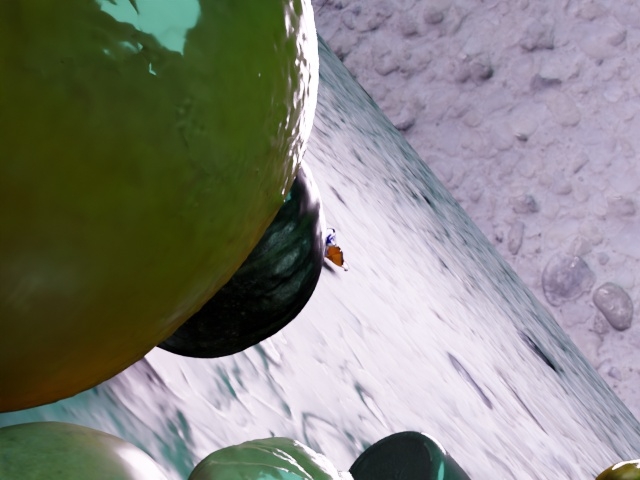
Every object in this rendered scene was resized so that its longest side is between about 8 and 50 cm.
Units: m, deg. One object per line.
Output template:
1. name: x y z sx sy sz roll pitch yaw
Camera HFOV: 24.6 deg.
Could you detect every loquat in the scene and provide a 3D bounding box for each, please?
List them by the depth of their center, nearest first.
1. loquat: -0.129 -0.067 0.573 0.275 0.275 0.275 45 10 -10

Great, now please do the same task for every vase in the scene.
1. vase: 0.104 0.222 0.999 0.214 0.086 0.086 47 9 -30

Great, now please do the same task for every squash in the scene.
1. squash: -0.088 -0.019 0.871 0.193 0.155 0.193 43 -38 45

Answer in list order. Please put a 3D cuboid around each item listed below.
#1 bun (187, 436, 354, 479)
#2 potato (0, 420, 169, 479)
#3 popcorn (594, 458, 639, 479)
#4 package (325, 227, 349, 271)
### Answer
1. bun: 0.008 0.173 0.681 0.164 0.111 0.188 33 21 -45
2. potato: -0.101 0.115 0.486 0.112 0.112 0.147 46 17 -6
3. popcorn: 0.269 0.283 1.115 0.251 0.206 0.237 -2 64 -54
4. package: -0.001 0.001 1.535 0.077 0.033 0.111 25 -6 6
